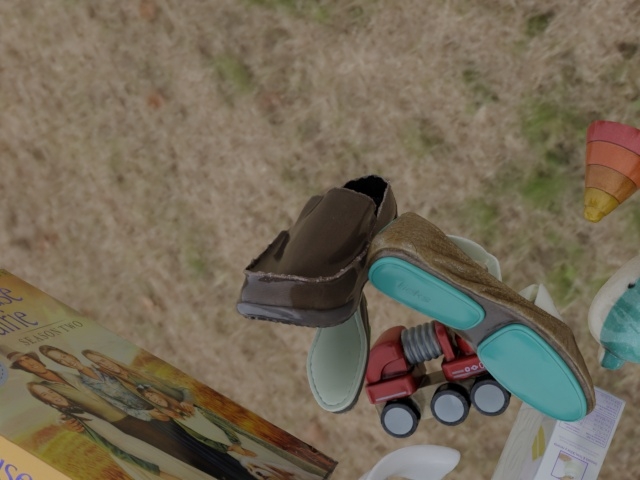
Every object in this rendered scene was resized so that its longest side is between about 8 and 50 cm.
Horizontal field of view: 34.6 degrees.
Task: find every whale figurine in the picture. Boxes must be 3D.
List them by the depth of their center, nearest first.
[{"bbox_3d":[0.525,0.133,1.577,0.141,0.216,0.272,47,-177,41],"label":"whale figurine"}]

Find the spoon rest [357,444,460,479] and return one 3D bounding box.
[{"bbox_3d":[0.047,0.272,0.755,0.084,0.276,0.137,23,137,-12],"label":"spoon rest"}]

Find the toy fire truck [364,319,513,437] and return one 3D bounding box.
[{"bbox_3d":[0.153,0.147,1.497,0.217,0.158,0.246,-18,99,20],"label":"toy fire truck"}]

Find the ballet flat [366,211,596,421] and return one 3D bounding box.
[{"bbox_3d":[0.206,0.079,1.234,0.342,0.124,0.116,35,140,-10],"label":"ballet flat"}]

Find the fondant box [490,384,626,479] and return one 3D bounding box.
[{"bbox_3d":[0.342,0.389,1.622,0.096,0.330,0.238,25,165,0],"label":"fondant box"}]

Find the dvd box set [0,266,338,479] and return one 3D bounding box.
[{"bbox_3d":[-0.205,0.151,0.884,0.420,0.307,0.062,28,100,9],"label":"dvd box set"}]

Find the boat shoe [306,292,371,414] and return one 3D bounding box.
[{"bbox_3d":[0.031,0.129,1.342,0.081,0.228,0.069,-13,141,17],"label":"boat shoe"}]

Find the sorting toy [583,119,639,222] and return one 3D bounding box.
[{"bbox_3d":[0.494,-0.020,1.361,0.365,0.126,0.127,29,171,6],"label":"sorting toy"}]

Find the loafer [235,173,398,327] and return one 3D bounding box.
[{"bbox_3d":[0.000,0.000,1.236,0.133,0.366,0.130,6,108,18],"label":"loafer"}]
